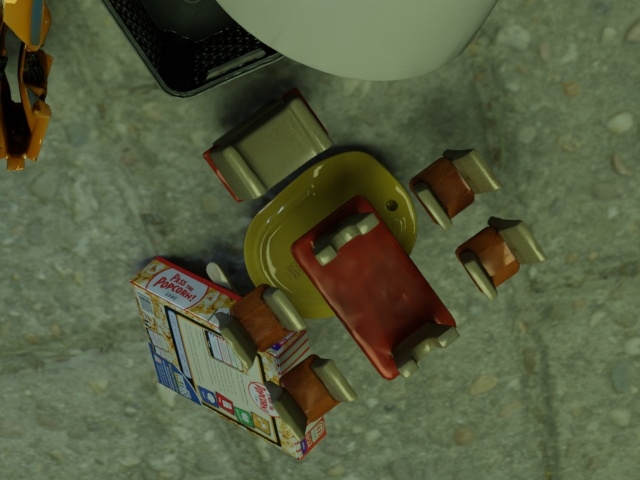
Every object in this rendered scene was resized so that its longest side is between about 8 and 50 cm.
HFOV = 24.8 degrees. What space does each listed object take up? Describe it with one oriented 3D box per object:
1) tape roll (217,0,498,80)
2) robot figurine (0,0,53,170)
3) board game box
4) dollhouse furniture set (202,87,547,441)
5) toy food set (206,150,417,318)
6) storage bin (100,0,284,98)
[{"bbox_3d":[0.041,-0.258,1.021,0.246,0.246,0.169,14,145,-15],"label":"tape roll"},{"bbox_3d":[-0.245,-0.183,1.121,0.085,0.211,0.291,4,123,-11],"label":"robot figurine"},{"bbox_3d":[-0.089,0.114,1.405,0.193,0.045,0.147,25,141,33],"label":"board game box"},{"bbox_3d":[0.016,-0.001,1.262,0.262,0.135,0.259,-36,99,-5],"label":"dollhouse furniture set"},{"bbox_3d":[0.000,0.000,1.385,0.218,0.071,0.128,-39,99,23],"label":"toy food set"},{"bbox_3d":[-0.110,-0.219,1.172,0.122,0.084,0.180,-22,129,14],"label":"storage bin"}]
